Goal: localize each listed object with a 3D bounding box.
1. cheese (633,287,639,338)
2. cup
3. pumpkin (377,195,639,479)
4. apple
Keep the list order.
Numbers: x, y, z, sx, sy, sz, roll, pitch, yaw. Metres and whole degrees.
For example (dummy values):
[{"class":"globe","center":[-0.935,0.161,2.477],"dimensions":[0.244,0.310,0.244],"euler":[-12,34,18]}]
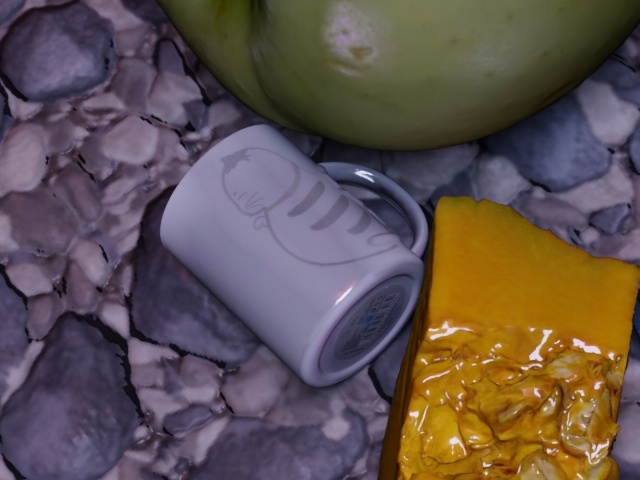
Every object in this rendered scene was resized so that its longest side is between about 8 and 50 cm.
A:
[{"class":"cheese","center":[0.250,0.126,0.893],"dimensions":[0.189,0.074,0.286],"euler":[-7,49,-10]},{"class":"cup","center":[-0.003,-0.003,0.988],"dimensions":[0.136,0.099,0.133],"euler":[-41,64,-12]},{"class":"pumpkin","center":[0.098,0.108,0.911],"dimensions":[0.131,0.126,0.248],"euler":[11,48,8]},{"class":"apple","center":[0.053,-0.232,0.967],"dimensions":[0.357,0.357,0.357],"euler":[-4,62,7]}]
